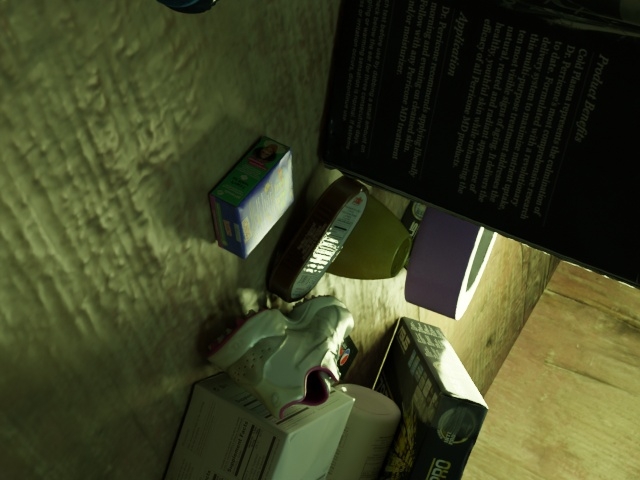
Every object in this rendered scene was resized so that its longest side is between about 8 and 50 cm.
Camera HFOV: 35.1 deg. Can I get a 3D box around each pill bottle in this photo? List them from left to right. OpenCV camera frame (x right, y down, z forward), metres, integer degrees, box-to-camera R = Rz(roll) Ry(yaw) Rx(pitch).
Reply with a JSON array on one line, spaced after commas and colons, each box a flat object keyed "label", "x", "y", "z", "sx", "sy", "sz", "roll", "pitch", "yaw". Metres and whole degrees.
[{"label": "pill bottle", "x": 0.044, "y": 0.377, "z": 1.759, "sx": 0.131, "sy": 0.131, "sz": 0.229, "roll": -11, "pitch": 122, "yaw": -65}]

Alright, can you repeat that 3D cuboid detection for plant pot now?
[{"label": "plant pot", "x": 0.078, "y": 0.006, "z": 1.492, "sx": 0.134, "sy": 0.095, "sz": 0.134, "roll": -51, "pitch": 154, "yaw": -36}]

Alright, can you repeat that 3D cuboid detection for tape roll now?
[{"label": "tape roll", "x": 0.223, "y": -0.016, "z": 1.606, "sx": 0.275, "sy": 0.090, "sz": 0.274, "roll": 19, "pitch": 90, "yaw": -76}]

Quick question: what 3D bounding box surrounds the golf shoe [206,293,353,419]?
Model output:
[{"label": "golf shoe", "x": -0.025, "y": 0.154, "z": 1.320, "sx": 0.115, "sy": 0.140, "sz": 0.306, "roll": -47, "pitch": 164, "yaw": 23}]

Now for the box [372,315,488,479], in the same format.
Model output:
[{"label": "box", "x": 0.163, "y": 0.349, "z": 1.811, "sx": 0.395, "sy": 0.097, "sz": 0.318, "roll": -108, "pitch": -142, "yaw": -74}]

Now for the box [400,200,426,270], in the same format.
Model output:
[{"label": "box", "x": 0.225, "y": -0.067, "z": 1.813, "sx": 0.270, "sy": 0.060, "sz": 0.216, "roll": -64, "pitch": 158, "yaw": -6}]

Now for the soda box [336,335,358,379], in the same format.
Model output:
[{"label": "soda box", "x": 0.010, "y": 0.159, "z": 1.552, "sx": 0.060, "sy": 0.053, "sz": 0.169, "roll": -59, "pitch": 157, "yaw": -14}]

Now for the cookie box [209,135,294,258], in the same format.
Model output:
[{"label": "cookie box", "x": -0.075, "y": -0.049, "z": 1.146, "sx": 0.107, "sy": 0.040, "sz": 0.091, "roll": -52, "pitch": 155, "yaw": -33}]

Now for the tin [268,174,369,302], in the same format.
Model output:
[{"label": "tin", "x": 0.000, "y": 0.000, "z": 1.341, "sx": 0.189, "sy": 0.040, "sz": 0.106, "roll": -57, "pitch": 166, "yaw": 6}]

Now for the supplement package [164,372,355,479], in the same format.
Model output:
[{"label": "supplement package", "x": -0.095, "y": 0.313, "z": 1.343, "sx": 0.204, "sy": 0.145, "sz": 0.261, "roll": -11, "pitch": 123, "yaw": -64}]

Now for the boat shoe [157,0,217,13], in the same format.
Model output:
[{"label": "boat shoe", "x": -0.060, "y": -0.303, "z": 0.825, "sx": 0.258, "sy": 0.109, "sz": 0.089, "roll": -65, "pitch": 162, "yaw": 6}]

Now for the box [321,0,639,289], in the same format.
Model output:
[{"label": "box", "x": 0.332, "y": -0.224, "z": 1.324, "sx": 0.480, "sy": 0.472, "sz": 0.297, "roll": -41, "pitch": 148, "yaw": -49}]
